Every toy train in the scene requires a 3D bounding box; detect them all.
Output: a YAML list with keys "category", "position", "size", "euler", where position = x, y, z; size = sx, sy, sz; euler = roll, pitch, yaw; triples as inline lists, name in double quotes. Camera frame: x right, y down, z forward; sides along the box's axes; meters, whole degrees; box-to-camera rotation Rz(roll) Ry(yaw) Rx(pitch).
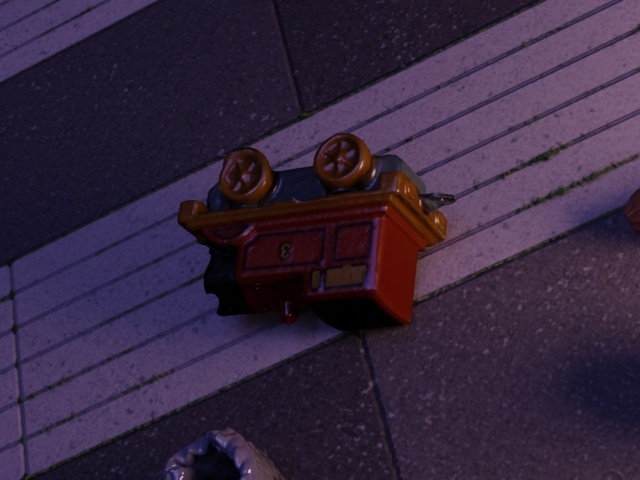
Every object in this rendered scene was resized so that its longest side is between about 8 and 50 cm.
- category: "toy train"
  position: [0.000, 0.000, 2.071]
  size: [0.369, 0.163, 0.231]
  euler: [-7, 62, 26]

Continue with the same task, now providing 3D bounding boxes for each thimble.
- category: "thimble"
  position: [-0.108, 0.309, 1.921]
  size: [0.127, 0.118, 0.151]
  euler: [-33, 46, 8]

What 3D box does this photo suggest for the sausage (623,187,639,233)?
- category: "sausage"
  position: [0.559, -0.082, 1.844]
  size: [0.433, 0.088, 0.088]
  euler: [-14, 50, 21]
